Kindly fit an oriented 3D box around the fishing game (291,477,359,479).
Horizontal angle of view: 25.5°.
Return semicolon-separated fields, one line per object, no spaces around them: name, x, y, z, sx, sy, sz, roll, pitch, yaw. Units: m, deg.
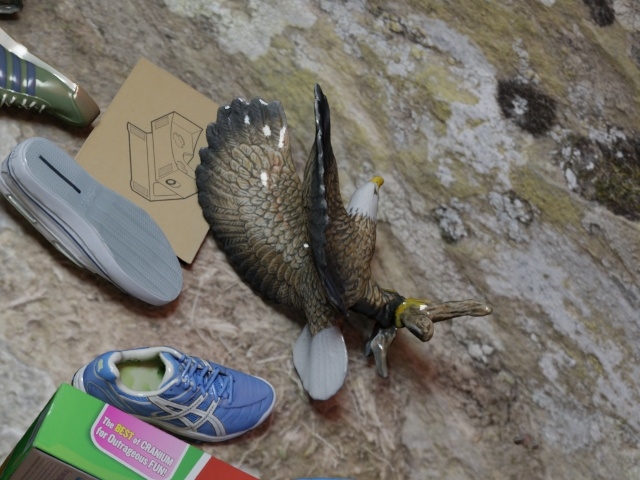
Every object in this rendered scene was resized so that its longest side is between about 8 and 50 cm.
fishing game;-0.001;0.254;1.369;0.264;0.189;0.041;8;79;-51

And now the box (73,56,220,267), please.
box;-0.174;-0.089;1.563;0.164;0.021;0.201;32;55;-8

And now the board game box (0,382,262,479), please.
board game box;-0.133;0.262;1.272;0.316;0.242;0.064;28;56;-11

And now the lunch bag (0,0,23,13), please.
lunch bag;-0.462;-0.374;1.485;0.287;0.169;0.235;-4;70;-19

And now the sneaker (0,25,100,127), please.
sneaker;-0.336;-0.165;1.505;0.192;0.064;0.086;38;68;-7

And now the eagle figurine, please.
eagle figurine;0.002;-0.008;1.485;0.298;0.226;0.225;46;24;-26

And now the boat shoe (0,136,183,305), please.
boat shoe;-0.240;-0.015;1.464;0.226;0.076;0.083;48;46;-16

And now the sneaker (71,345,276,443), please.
sneaker;-0.139;0.153;1.420;0.211;0.081;0.080;7;61;-24
